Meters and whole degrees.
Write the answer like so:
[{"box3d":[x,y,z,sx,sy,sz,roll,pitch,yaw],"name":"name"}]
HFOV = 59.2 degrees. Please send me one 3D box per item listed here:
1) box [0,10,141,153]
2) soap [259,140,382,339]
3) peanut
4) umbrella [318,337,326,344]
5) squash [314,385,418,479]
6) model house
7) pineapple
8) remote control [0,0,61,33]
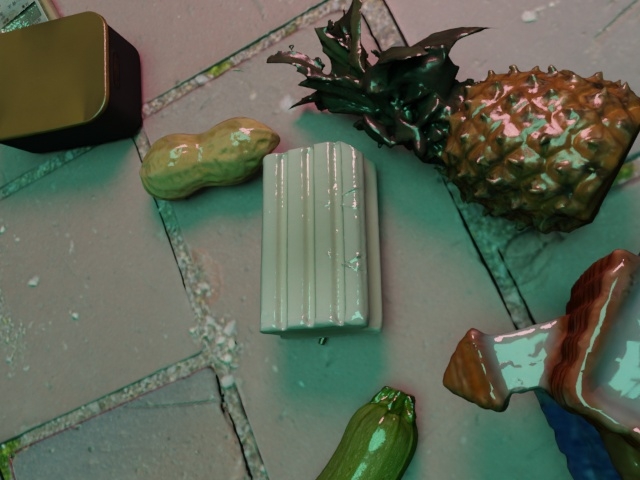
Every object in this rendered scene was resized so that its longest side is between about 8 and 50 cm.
[{"box3d":[-0.337,-0.196,0.733,0.201,0.090,0.144,-7,80,15],"name":"box"},{"box3d":[0.000,0.000,0.599,0.119,0.066,0.198,-8,72,22],"name":"soap"},{"box3d":[-0.134,-0.097,0.663,0.187,0.082,0.082,-10,80,16],"name":"peanut"},{"box3d":[0.027,0.037,0.628,0.027,0.025,0.165,14,85,45],"name":"umbrella"},{"box3d":[0.032,0.247,0.573,0.077,0.068,0.219,32,92,23],"name":"squash"},{"box3d":[0.262,0.113,0.405,0.329,0.295,0.251,-18,73,11],"name":"model house"},{"box3d":[0.111,-0.134,0.556,0.365,0.165,0.165,28,91,19],"name":"pineapple"},{"box3d":[-0.449,-0.357,0.817,0.098,0.038,0.233,-35,75,10],"name":"remote control"}]
